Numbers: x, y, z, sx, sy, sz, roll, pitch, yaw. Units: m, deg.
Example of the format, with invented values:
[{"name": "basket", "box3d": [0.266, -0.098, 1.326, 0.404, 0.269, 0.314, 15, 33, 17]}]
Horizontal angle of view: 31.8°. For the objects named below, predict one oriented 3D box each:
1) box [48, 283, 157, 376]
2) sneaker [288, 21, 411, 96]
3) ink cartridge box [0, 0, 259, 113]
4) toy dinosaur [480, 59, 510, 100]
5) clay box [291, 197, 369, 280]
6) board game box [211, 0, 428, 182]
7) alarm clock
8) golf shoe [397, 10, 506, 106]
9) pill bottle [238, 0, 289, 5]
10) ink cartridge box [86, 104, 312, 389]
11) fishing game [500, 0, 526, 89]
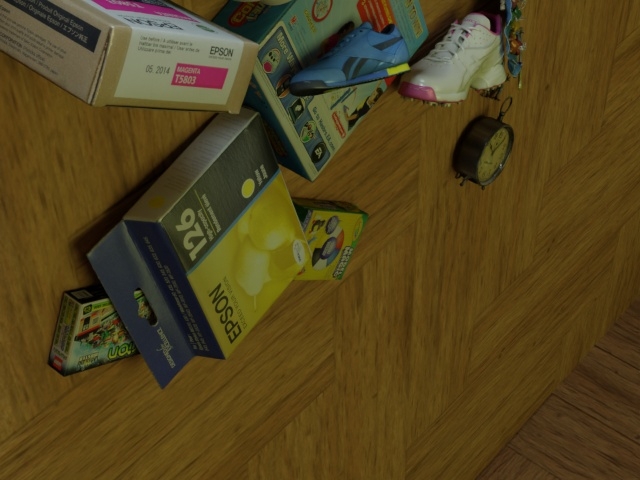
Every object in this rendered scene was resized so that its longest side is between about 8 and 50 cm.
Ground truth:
[{"name": "box", "box3d": [-0.273, 0.109, 1.547, 0.207, 0.036, 0.114, -14, 127, -52]}, {"name": "sneaker", "box3d": [0.034, -0.246, 1.517, 0.209, 0.069, 0.082, -21, 100, -37]}, {"name": "ink cartridge box", "box3d": [-0.212, -0.212, 1.195, 0.234, 0.193, 0.088, -6, 121, -56]}, {"name": "toy dinosaur", "box3d": [0.330, -0.309, 2.131, 0.090, 0.047, 0.082, -87, -168, -81]}, {"name": "clay box", "box3d": [0.000, 0.000, 1.857, 0.222, 0.053, 0.127, 2, 115, -57]}, {"name": "board game box", "box3d": [0.005, -0.287, 1.575, 0.302, 0.086, 0.308, -52, 150, -14]}, {"name": "alarm clock", "box3d": [0.326, -0.192, 2.181, 0.129, 0.064, 0.192, 5, 114, -58]}, {"name": "golf shoe", "box3d": [0.221, -0.308, 1.888, 0.306, 0.115, 0.140, -30, 132, -54]}, {"name": "pill bottle", "box3d": [-0.102, -0.366, 1.276, 0.146, 0.146, 0.264, -59, 151, -2]}, {"name": "ink cartridge box", "box3d": [-0.152, 0.020, 1.565, 0.307, 0.072, 0.303, -53, 145, -29]}, {"name": "fishing game", "box3d": [0.347, -0.381, 1.984, 0.264, 0.041, 0.189, 61, 32, -58]}]
